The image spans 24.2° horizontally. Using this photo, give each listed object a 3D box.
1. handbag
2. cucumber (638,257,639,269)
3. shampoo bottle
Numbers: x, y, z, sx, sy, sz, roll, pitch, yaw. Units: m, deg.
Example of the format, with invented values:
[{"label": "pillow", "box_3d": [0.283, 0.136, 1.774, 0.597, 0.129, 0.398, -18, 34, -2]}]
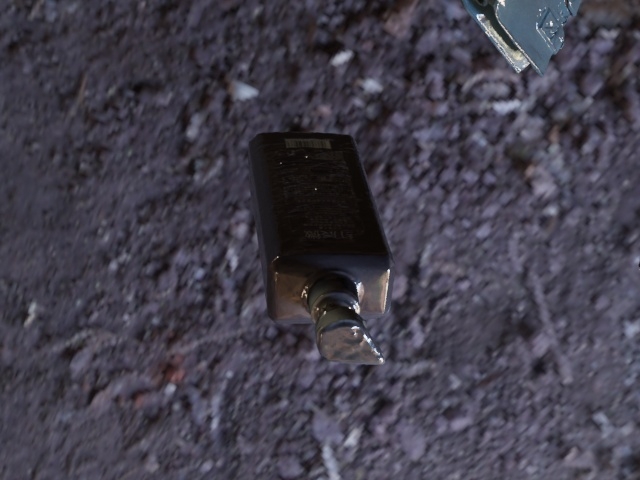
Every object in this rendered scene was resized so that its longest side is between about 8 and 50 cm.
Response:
[{"label": "handbag", "box_3d": [0.273, -0.336, 1.843, 0.179, 0.062, 0.229, 42, 69, -43]}, {"label": "cucumber", "box_3d": [0.414, -0.006, 1.512, 0.058, 0.187, 0.058, 36, 40, -38]}, {"label": "shampoo bottle", "box_3d": [-0.001, 0.000, 1.193, 0.098, 0.071, 0.309, 1, 27, -7]}]
